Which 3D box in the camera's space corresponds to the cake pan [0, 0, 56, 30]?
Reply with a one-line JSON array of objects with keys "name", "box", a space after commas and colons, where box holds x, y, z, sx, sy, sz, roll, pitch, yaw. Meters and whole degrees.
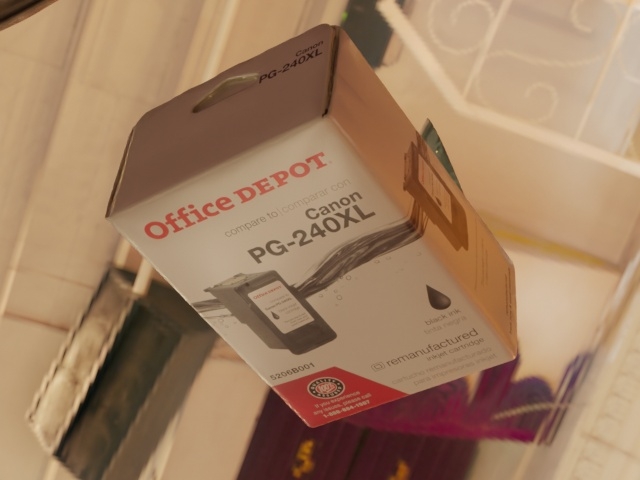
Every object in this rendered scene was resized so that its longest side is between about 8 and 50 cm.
[{"name": "cake pan", "box": [-0.226, -0.223, 0.663, 0.293, 0.293, 0.054, 29, 156, 29]}]

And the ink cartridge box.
[{"name": "ink cartridge box", "box": [0.000, 0.000, 0.487, 0.150, 0.109, 0.063, 49, -148, -33]}]

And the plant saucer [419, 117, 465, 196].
[{"name": "plant saucer", "box": [0.122, -0.021, 1.116, 0.037, 0.195, 0.195, -20, -164, 4]}]
